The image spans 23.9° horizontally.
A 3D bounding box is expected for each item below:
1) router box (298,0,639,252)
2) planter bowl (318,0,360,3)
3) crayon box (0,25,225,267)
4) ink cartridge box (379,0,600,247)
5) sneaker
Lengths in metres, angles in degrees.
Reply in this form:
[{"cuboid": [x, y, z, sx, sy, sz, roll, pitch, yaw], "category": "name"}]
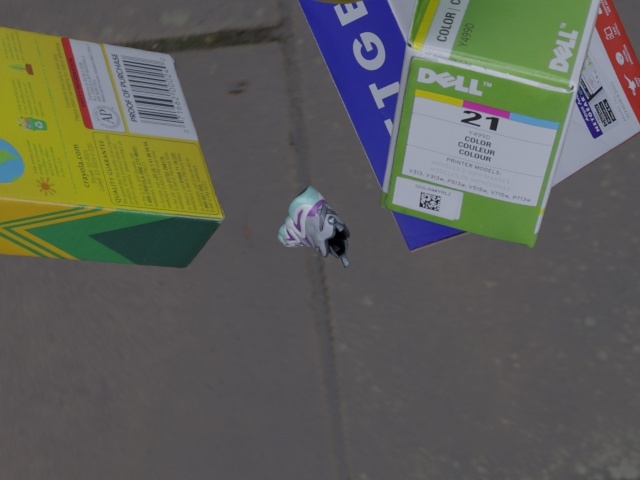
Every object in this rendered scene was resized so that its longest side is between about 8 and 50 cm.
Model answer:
[{"cuboid": [0.116, -0.196, 1.217, 0.301, 0.082, 0.335, -30, 97, -47], "category": "router box"}, {"cuboid": [-0.006, -0.150, 0.557, 0.217, 0.217, 0.090, 29, 80, -12], "category": "planter bowl"}, {"cuboid": [-0.258, -0.087, 1.292, 0.318, 0.081, 0.202, 6, 50, -35], "category": "crayon box"}, {"cuboid": [0.113, -0.153, 0.841, 0.097, 0.255, 0.189, 16, 49, 7], "category": "ink cartridge box"}, {"cuboid": [0.000, 0.000, 1.309, 0.069, 0.098, 0.038, 44, 72, 10], "category": "sneaker"}]
